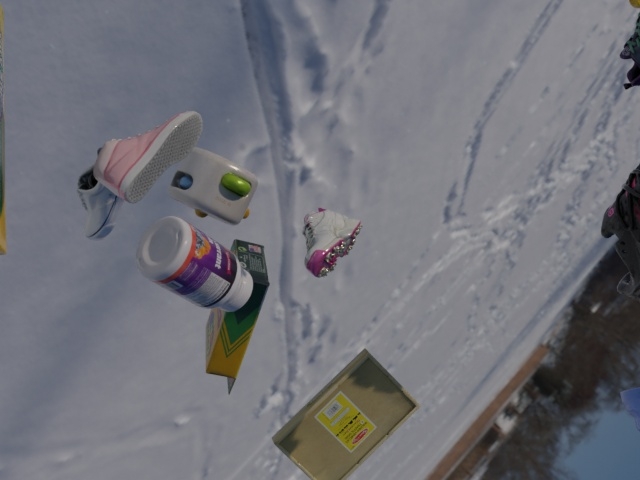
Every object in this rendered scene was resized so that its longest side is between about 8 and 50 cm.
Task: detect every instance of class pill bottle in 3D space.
[{"bbox_3d":[-0.198,0.047,1.304,0.108,0.108,0.193,-50,139,2],"label":"pill bottle"}]

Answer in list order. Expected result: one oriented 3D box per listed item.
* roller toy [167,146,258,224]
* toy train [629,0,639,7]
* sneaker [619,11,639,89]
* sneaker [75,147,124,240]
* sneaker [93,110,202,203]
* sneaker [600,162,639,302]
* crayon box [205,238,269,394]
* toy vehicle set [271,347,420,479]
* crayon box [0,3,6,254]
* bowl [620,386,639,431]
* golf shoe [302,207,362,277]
[{"bbox_3d":[-0.259,-0.122,1.918,0.209,0.191,0.146,64,51,-84],"label":"roller toy"},{"bbox_3d":[0.429,-0.371,1.061,0.046,0.166,0.125,-138,-116,-69],"label":"toy train"},{"bbox_3d":[0.584,-0.366,1.424,0.098,0.083,0.224,-15,128,7],"label":"sneaker"},{"bbox_3d":[-0.426,-0.095,1.539,0.091,0.094,0.258,10,137,-28],"label":"sneaker"},{"bbox_3d":[-0.193,-0.103,0.876,0.134,0.070,0.051,-52,153,-27],"label":"sneaker"},{"bbox_3d":[0.619,-0.061,1.486,0.185,0.202,0.483,-34,126,-39],"label":"sneaker"},{"bbox_3d":[-0.212,0.183,1.925,0.202,0.081,0.318,-107,-146,-62],"label":"crayon box"},{"bbox_3d":[0.053,0.370,1.637,0.267,0.166,0.035,-43,-167,-3],"label":"toy vehicle set"},{"bbox_3d":[-0.460,-0.187,0.954,0.106,0.363,0.313,-3,167,-10],"label":"crayon box"},{"bbox_3d":[0.709,0.256,1.331,0.391,0.077,0.391,-8,165,-2],"label":"bowl"},{"bbox_3d":[0.000,0.000,1.987,0.115,0.140,0.306,-62,172,22],"label":"golf shoe"}]
